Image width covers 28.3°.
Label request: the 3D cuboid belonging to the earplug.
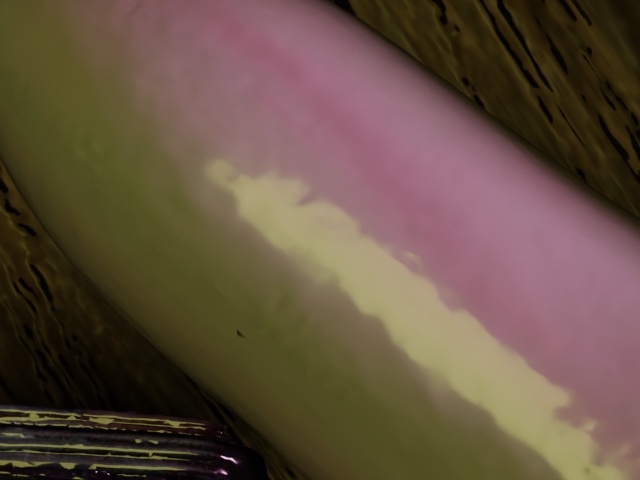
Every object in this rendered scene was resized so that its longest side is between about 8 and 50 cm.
[{"bbox_3d":[0.000,0.000,0.441,0.301,0.172,0.172,38,96,1],"label":"earplug"}]

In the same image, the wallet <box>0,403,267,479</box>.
[{"bbox_3d":[-0.180,0.092,0.452,0.318,0.172,0.045,6,63,-3],"label":"wallet"}]
